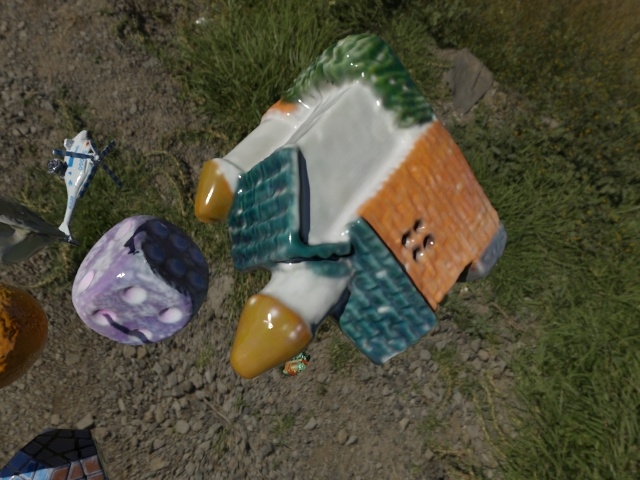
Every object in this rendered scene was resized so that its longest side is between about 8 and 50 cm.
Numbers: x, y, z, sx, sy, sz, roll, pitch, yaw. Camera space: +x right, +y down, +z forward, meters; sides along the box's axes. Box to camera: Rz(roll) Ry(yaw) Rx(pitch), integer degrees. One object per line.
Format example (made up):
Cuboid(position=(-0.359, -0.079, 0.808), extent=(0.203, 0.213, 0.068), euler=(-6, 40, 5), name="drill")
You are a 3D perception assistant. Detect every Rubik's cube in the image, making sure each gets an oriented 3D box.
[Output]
Cuboid(position=(-0.741, 0.687, 1.197), extent=(0.319, 0.264, 0.319), euler=(-4, 64, 9), name="Rubik's cube")

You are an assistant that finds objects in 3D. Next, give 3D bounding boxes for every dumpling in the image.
Cuboid(position=(-0.474, -0.024, 0.609), extent=(0.176, 0.150, 0.092), euler=(34, 78, -3), name="dumpling")

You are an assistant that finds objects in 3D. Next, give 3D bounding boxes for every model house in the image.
Cuboid(position=(0.000, 0.000, 0.417), extent=(0.271, 0.190, 0.301), euler=(52, 57, -17), name="model house")

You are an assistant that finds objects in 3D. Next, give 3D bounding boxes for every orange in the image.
Cuboid(position=(-1.036, 0.293, 1.349), extent=(0.340, 0.293, 0.341), euler=(2, 101, 12), name="orange")

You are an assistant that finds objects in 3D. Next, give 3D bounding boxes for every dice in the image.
Cuboid(position=(-0.502, 0.112, 1.230), extent=(0.271, 0.270, 0.270), euler=(-33, 40, 15), name="dice")

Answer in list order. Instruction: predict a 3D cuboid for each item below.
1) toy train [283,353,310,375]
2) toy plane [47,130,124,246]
Cuboid(position=(-0.071, 0.375, 1.315), extent=(0.044, 0.103, 0.064), euler=(33, 55, -20), name="toy train")
Cuboid(position=(-0.553, -0.123, 0.988), extent=(0.107, 0.182, 0.273), euler=(0, 90, 20), name="toy plane")
